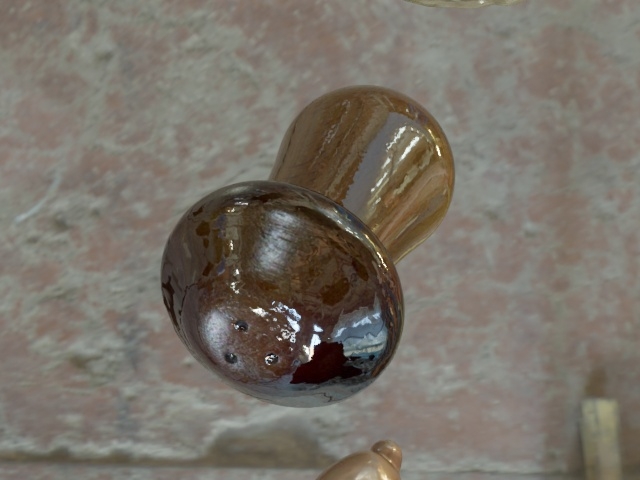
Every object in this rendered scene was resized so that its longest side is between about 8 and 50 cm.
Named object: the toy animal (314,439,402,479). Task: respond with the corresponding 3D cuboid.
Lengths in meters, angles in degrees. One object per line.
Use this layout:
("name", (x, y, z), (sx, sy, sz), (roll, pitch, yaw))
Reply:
("toy animal", (0.057, 0.251, 1.075), (0.171, 0.198, 0.171), (-25, 134, -30))

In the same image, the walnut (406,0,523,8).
("walnut", (0.092, -0.231, 0.938), (0.231, 0.178, 0.178), (-10, 83, 7))

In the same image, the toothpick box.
("toothpick box", (0.000, 0.000, 1.204), (0.192, 0.192, 0.294), (48, 37, -10))
